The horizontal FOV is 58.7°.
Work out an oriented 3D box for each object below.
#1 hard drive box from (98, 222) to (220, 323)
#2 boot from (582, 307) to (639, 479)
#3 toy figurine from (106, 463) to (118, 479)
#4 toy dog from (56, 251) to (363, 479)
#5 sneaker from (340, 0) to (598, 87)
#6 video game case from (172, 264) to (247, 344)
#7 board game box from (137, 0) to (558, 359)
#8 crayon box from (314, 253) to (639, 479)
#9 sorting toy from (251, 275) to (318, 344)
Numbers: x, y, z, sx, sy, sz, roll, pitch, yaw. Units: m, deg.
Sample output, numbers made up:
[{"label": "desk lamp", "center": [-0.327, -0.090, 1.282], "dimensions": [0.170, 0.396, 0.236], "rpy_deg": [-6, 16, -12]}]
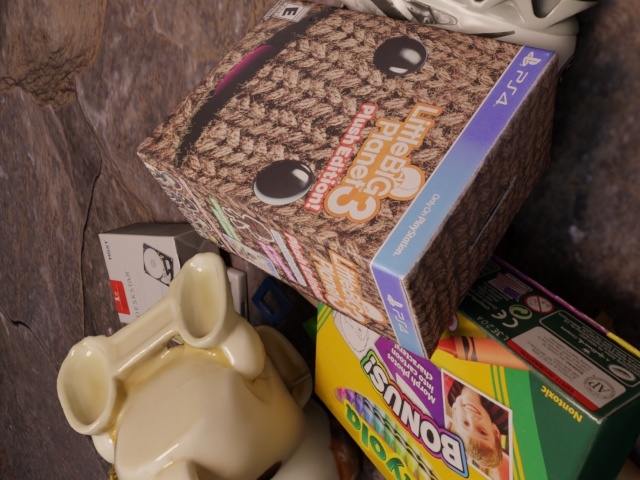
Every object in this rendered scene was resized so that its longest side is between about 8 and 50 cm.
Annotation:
[{"label": "hard drive box", "center": [-0.279, 0.065, 1.019], "dimensions": [0.232, 0.089, 0.181], "rpy_deg": [1, 107, 41]}, {"label": "boot", "center": [0.310, 0.228, 0.611], "dimensions": [0.269, 0.089, 0.236], "rpy_deg": [50, 144, 16]}, {"label": "toy figurine", "center": [-0.291, 0.464, 1.156], "dimensions": [0.217, 0.191, 0.362], "rpy_deg": [32, 169, -12]}, {"label": "toy dog", "center": [-0.101, 0.274, 0.826], "dimensions": [0.395, 0.284, 0.408], "rpy_deg": [43, 174, 47]}, {"label": "sneaker", "center": [0.092, -0.220, 0.595], "dimensions": [0.330, 0.122, 0.146], "rpy_deg": [30, 128, 25]}, {"label": "video game case", "center": [-0.222, 0.126, 1.073], "dimensions": [0.226, 0.026, 0.207], "rpy_deg": [17, 117, 35]}, {"label": "board game box", "center": [0.026, -0.075, 0.528], "dimensions": [0.291, 0.232, 0.141], "rpy_deg": [25, 158, 31]}, {"label": "crayon box", "center": [0.131, 0.160, 0.628], "dimensions": [0.363, 0.106, 0.313], "rpy_deg": [41, 138, 44]}, {"label": "sorting toy", "center": [0.000, 0.000, 0.817], "dimensions": [0.196, 0.047, 0.348], "rpy_deg": [35, 126, 22]}]
